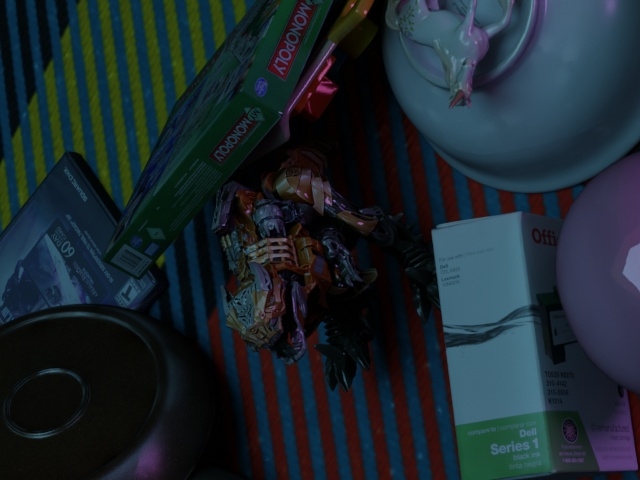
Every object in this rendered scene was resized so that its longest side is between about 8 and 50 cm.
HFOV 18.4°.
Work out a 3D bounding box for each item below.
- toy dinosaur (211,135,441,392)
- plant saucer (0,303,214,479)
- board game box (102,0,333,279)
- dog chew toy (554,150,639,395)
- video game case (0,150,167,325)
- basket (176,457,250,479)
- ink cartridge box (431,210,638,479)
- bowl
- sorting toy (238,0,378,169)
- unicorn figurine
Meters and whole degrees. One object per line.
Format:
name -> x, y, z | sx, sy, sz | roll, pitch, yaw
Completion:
toy dinosaur -> 0.000, 0.000, 1.757 | 0.164, 0.218, 0.322 | -29, 29, 47
plant saucer -> -0.258, 0.168, 1.909 | 0.311, 0.050, 0.310 | -9, 45, 9
board game box -> -0.089, -0.121, 1.816 | 0.317, 0.046, 0.213 | -45, 18, 51
dog chew toy -> 0.354, -0.002, 1.538 | 0.332, 0.207, 0.206 | -22, 73, 25
video game case -> -0.295, 0.070, 2.105 | 0.274, 0.026, 0.196 | -48, 60, 21
basket -> -0.178, 0.271, 1.918 | 0.227, 0.204, 0.154 | 11, 137, 30
ink cartridge box -> 0.181, 0.092, 1.670 | 0.093, 0.160, 0.219 | -13, 79, 33
bowl -> 0.160, -0.192, 1.732 | 0.298, 0.134, 0.297 | -3, 84, 36
sorting toy -> -0.003, -0.155, 1.785 | 0.196, 0.047, 0.348 | -61, 11, -15
unicorn figurine -> 0.111, -0.177, 1.652 | 0.162, 0.060, 0.111 | 38, 106, 53
